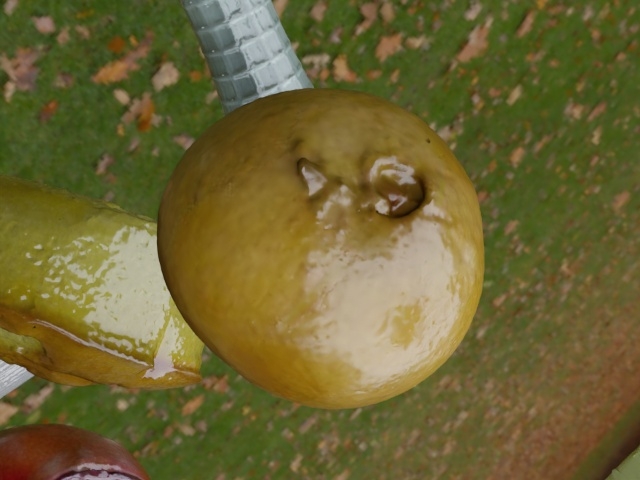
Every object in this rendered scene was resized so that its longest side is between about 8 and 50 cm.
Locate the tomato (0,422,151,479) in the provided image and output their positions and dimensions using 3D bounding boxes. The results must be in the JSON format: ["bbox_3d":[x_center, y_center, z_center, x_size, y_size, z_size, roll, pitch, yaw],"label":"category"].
[{"bbox_3d":[-0.369,0.355,1.259,0.335,0.176,0.290,-27,133,-16],"label":"tomato"}]

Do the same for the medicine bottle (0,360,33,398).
[{"bbox_3d":[-0.489,0.158,1.031,0.384,0.224,0.224,-34,155,-11],"label":"medicine bottle"}]

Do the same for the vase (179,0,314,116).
[{"bbox_3d":[-0.110,-0.276,1.158,0.143,0.143,0.299,-36,116,-27],"label":"vase"}]

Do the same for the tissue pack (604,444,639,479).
[{"bbox_3d":[0.437,0.333,1.162,0.125,0.234,0.159,4,130,-47],"label":"tissue pack"}]

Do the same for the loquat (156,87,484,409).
[{"bbox_3d":[0.000,0.000,0.433,0.141,0.141,0.141,-39,156,-21],"label":"loquat"}]

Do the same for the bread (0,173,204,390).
[{"bbox_3d":[-0.214,0.043,0.869,0.270,0.269,0.148,42,64,-67],"label":"bread"}]
